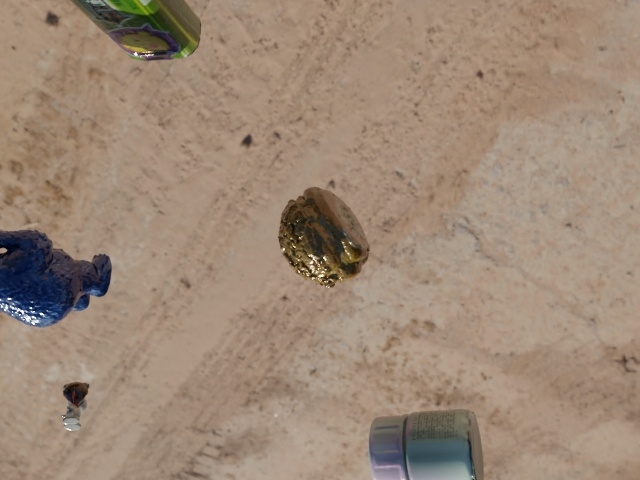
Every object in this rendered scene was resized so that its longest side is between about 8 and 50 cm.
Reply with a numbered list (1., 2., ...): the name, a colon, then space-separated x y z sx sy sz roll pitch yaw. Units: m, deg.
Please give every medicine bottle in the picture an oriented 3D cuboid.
1. medicine bottle: 0.173 0.346 1.256 0.169 0.135 0.135 -8 128 17

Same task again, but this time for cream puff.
1. cream puff: 0.000 0.000 1.135 0.115 0.165 0.150 -35 72 16

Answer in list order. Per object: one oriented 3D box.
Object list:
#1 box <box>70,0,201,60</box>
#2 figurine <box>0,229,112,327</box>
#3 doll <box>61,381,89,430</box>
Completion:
1. box: -0.287 -0.361 1.064 0.134 0.097 0.345 1 170 13
2. figurine: -0.440 0.064 1.132 0.262 0.120 0.164 1 136 -38
3. doll: -0.380 0.252 1.187 0.040 0.085 0.058 -5 98 -4
